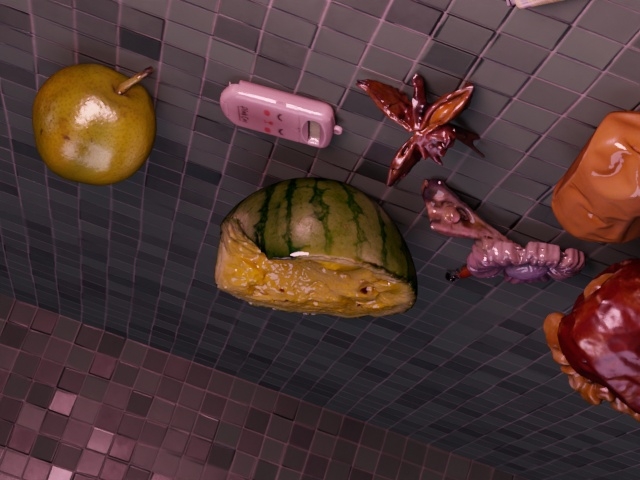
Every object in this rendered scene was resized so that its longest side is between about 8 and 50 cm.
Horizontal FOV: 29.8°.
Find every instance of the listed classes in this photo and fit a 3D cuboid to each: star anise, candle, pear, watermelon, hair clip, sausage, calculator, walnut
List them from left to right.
[{"bbox_3d":[-0.310,-0.179,1.702,0.180,0.166,0.216,35,130,-11],"label":"pear"},{"bbox_3d":[-0.053,-0.173,1.652,0.175,0.032,0.100,16,160,6],"label":"calculator"},{"bbox_3d":[0.000,0.000,1.842,0.331,0.189,0.331,5,168,1],"label":"watermelon"},{"bbox_3d":[0.146,-0.152,1.521,0.158,0.144,0.140,-3,107,31],"label":"star anise"},{"bbox_3d":[0.252,0.047,1.976,0.026,0.021,0.167,25,159,-16],"label":"candle"},{"bbox_3d":[0.260,0.006,1.791,0.300,0.069,0.173,29,157,-27],"label":"hair clip"},{"bbox_3d":[0.359,-0.070,1.434,0.136,0.120,0.241,30,160,1],"label":"sausage"},{"bbox_3d":[0.471,0.163,1.753,0.269,0.244,0.222,40,-158,-3],"label":"walnut"}]

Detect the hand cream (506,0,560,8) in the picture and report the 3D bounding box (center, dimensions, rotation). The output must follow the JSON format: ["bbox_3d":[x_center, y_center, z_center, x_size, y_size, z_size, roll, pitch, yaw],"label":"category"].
[{"bbox_3d":[0.237,-0.251,1.218,0.102,0.022,0.035,-5,150,36],"label":"hand cream"}]
